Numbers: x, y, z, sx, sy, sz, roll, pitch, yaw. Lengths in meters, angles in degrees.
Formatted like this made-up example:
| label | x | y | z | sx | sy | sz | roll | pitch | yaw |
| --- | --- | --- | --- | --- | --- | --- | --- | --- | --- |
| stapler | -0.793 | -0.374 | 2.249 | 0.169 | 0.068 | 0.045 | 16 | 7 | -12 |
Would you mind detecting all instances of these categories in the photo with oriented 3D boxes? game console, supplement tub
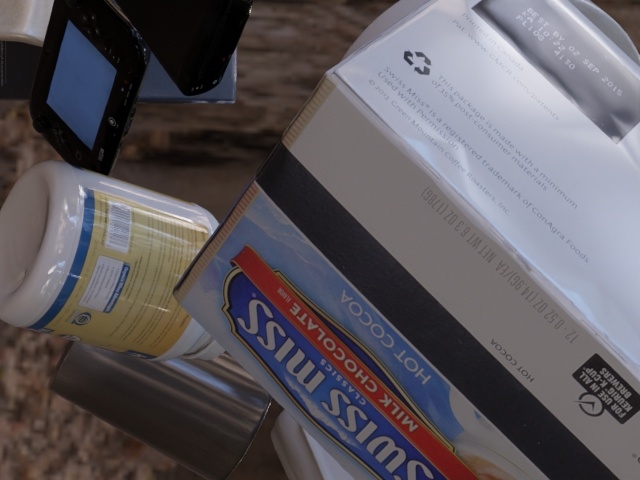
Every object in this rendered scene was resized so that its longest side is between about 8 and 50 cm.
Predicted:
| label | x | y | z | sx | sy | sz | roll | pitch | yaw |
| --- | --- | --- | --- | --- | --- | --- | --- | --- | --- |
| game console | -0.163 | -0.165 | 1.180 | 0.044 | 0.213 | 0.361 | -24 | 158 | -33 |
| supplement tub | -0.171 | 0.023 | 1.279 | 0.199 | 0.144 | 0.144 | 18 | 71 | -32 |

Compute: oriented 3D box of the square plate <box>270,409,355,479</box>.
| label | x | y | z | sx | sy | sz | roll | pitch | yaw |
| --- | --- | --- | --- | --- | --- | --- | --- | --- | --- |
| square plate | 0.114 | 0.170 | 1.472 | 0.049 | 0.347 | 0.344 | 53 | 3 | -29 |

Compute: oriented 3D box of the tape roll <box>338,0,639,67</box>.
| label | x | y | z | sx | sy | sz | roll | pitch | yaw |
| --- | --- | --- | --- | --- | --- | --- | --- | --- | --- |
| tape roll | 0.179 | -0.107 | 1.635 | 0.072 | 0.392 | 0.392 | -124 | -154 | -53 |

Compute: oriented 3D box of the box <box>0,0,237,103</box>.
| label | x | y | z | sx | sy | sz | roll | pitch | yaw |
| --- | --- | --- | --- | --- | --- | --- | --- | --- | --- |
| box | -0.348 | -0.295 | 2.040 | 0.293 | 0.395 | 0.212 | -4 | 97 | -44 |

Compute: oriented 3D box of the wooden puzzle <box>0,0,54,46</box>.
| label | x | y | z | sx | sy | sz | roll | pitch | yaw |
| --- | --- | --- | --- | --- | --- | --- | --- | --- | --- |
| wooden puzzle | -0.452 | -0.376 | 1.667 | 0.080 | 0.347 | 0.322 | 102 | -8 | -61 |

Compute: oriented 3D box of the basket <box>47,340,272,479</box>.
| label | x | y | z | sx | sy | sz | roll | pitch | yaw |
| --- | --- | --- | --- | --- | --- | --- | --- | --- | --- |
| basket | -0.188 | 0.166 | 1.725 | 0.154 | 0.227 | 0.204 | -64 | -170 | -12 |

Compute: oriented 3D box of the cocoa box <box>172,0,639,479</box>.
| label | x | y | z | sx | sy | sz | roll | pitch | yaw |
| --- | --- | --- | --- | --- | --- | --- | --- | --- | --- |
| cocoa box | 0.131 | 0.042 | 0.912 | 0.231 | 0.347 | 0.228 | -39 | 171 | -46 |
